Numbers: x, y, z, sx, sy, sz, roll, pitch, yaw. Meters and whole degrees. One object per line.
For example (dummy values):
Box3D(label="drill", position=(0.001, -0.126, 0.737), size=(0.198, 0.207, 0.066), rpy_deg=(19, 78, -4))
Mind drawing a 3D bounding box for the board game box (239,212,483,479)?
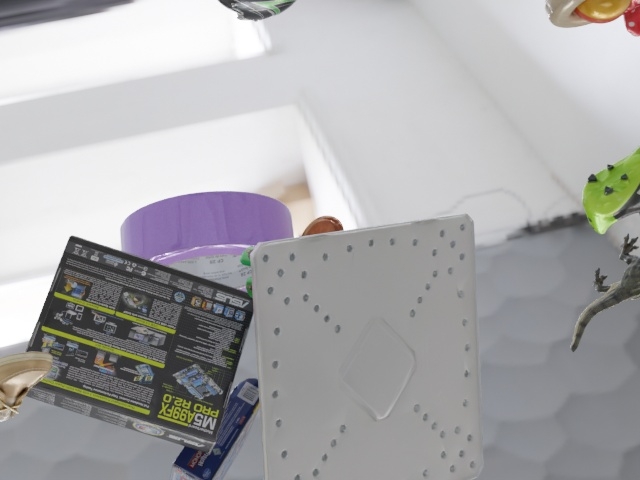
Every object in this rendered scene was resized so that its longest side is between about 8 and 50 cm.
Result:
Box3D(label="board game box", position=(0.065, 0.174, 1.641), size=(0.050, 0.389, 0.390), rpy_deg=(5, 101, 51))

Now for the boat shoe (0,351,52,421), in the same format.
Box3D(label="boat shoe", position=(-0.359, 0.175, 1.339), size=(0.063, 0.170, 0.059), rpy_deg=(17, -129, -50))

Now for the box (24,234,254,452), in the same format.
Box3D(label="box", position=(-0.239, 0.135, 1.581), size=(0.060, 0.270, 0.216), rpy_deg=(121, 166, -63))

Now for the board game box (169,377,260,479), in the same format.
Box3D(label="board game box", position=(-0.159, 0.313, 1.721), size=(0.194, 0.060, 0.194), rpy_deg=(-56, -7, -44))

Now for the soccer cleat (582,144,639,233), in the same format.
Box3D(label="soccer cleat", position=(0.355, -0.071, 1.280), size=(0.060, 0.178, 0.072), rpy_deg=(52, 167, 42))

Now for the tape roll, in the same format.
Box3D(label="tape roll", position=(-0.176, 0.014, 1.891), size=(0.275, 0.274, 0.090), rpy_deg=(101, 162, -69))

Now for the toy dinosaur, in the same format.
Box3D(label="toy dinosaur", position=(0.487, 0.063, 1.902), size=(0.064, 0.268, 0.118), rpy_deg=(50, -170, -31))

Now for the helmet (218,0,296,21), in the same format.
Box3D(label="helmet", position=(-0.106, -0.450, 2.007), size=(0.161, 0.169, 0.170), rpy_deg=(43, -146, -84))

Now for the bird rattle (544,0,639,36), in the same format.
Box3D(label="bird rattle", position=(0.382, -0.332, 1.527), size=(0.253, 0.206, 0.143), rpy_deg=(142, 111, -86))

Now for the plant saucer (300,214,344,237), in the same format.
Box3D(label="plant saucer", position=(0.000, 0.000, 1.814), size=(0.013, 0.083, 0.084), rpy_deg=(32, 140, 44))
